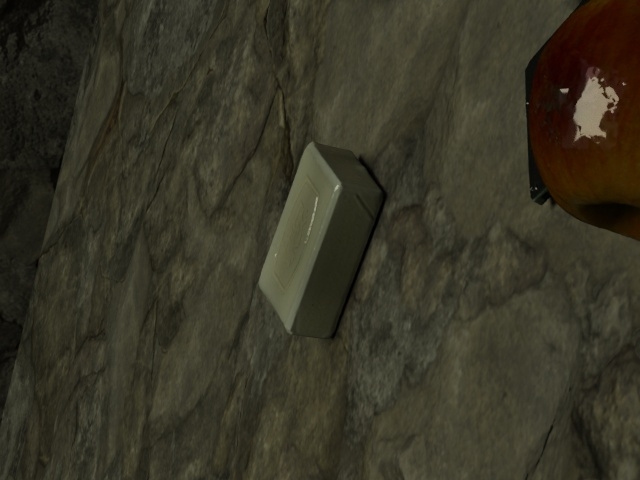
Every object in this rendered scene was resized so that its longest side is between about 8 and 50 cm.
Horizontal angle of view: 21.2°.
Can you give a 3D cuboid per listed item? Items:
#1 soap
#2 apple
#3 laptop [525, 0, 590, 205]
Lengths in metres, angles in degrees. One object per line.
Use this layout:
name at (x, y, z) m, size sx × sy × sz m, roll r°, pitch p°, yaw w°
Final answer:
soap at (0.000, 0.000, 1.848) m, size 0.121 × 0.063 × 0.183 m, roll -123°, pitch 48°, yaw -59°
apple at (0.227, -0.093, 1.190) m, size 0.195 × 0.160 × 0.173 m, roll -3°, pitch 62°, yaw 56°
laptop at (0.223, -0.139, 1.392) m, size 0.207 × 0.026 × 0.154 m, roll 133°, pitch 143°, yaw -54°
